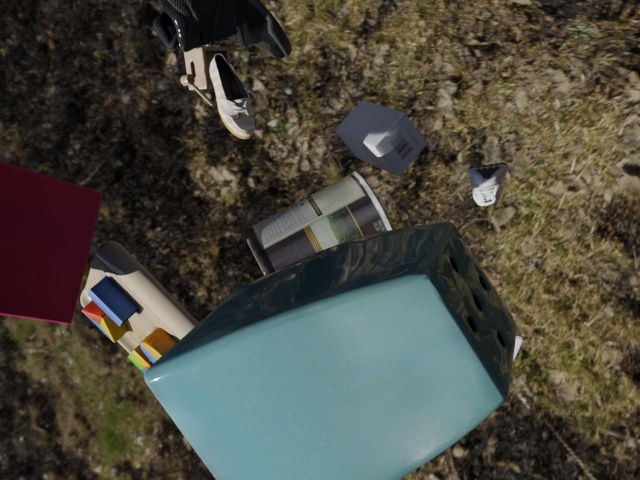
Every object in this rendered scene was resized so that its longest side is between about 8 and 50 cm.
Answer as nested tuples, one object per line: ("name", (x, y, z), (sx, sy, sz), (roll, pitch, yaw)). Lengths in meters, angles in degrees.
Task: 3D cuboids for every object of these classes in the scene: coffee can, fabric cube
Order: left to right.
("fabric cube", (-0.596, -0.003, 1.048), (0.259, 0.258, 0.254), (3, 80, 42))
("coffee can", (0.000, 0.000, 1.263), (0.275, 0.201, 0.201), (-28, 89, -3))

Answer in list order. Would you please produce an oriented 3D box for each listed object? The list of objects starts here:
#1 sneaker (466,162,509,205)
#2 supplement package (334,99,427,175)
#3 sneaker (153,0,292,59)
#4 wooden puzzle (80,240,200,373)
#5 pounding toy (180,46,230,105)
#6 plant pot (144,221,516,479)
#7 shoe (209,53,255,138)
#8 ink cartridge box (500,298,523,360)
("sneaker", (0.460, -0.153, 1.605), (0.110, 0.292, 0.118), (-3, 95, 16))
("supplement package", (0.135, -0.238, 1.341), (0.105, 0.105, 0.179), (-49, 36, -3))
("sneaker", (-0.141, -0.299, 0.809), (0.130, 0.227, 0.087), (-48, 54, 12))
("wooden puzzle", (-0.396, 0.190, 1.260), (0.322, 0.080, 0.348), (46, 143, -3))
("pounding toy", (-0.387, -0.525, 1.883), (0.094, 0.206, 0.181), (6, 109, 33))
("plant pot", (0.024, 0.092, 0.472), (0.234, 0.165, 0.165), (-30, 98, 29))
("shoe", (-0.215, -0.348, 1.410), (0.219, 0.077, 0.058), (67, 158, 7))
("ink cartridge box", (0.405, 0.251, 1.455), (0.100, 0.237, 0.172), (19, 107, 2))
